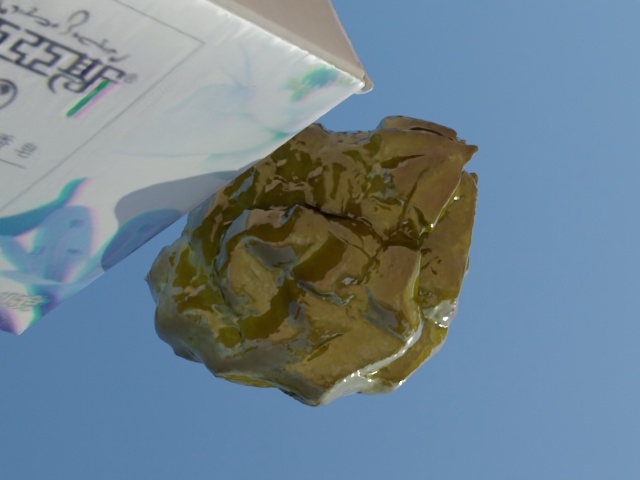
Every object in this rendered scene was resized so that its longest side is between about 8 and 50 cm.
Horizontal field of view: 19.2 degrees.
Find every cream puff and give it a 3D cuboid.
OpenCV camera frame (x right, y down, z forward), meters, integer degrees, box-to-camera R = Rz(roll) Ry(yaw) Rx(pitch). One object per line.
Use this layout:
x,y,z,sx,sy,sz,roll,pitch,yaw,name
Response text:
0.000,0.000,0.841,0.146,0.116,0.146,9,-156,-4,cream puff

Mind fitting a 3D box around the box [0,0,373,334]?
-0.149,-0.082,0.686,0.274,0.203,0.116,22,-140,-52,box
